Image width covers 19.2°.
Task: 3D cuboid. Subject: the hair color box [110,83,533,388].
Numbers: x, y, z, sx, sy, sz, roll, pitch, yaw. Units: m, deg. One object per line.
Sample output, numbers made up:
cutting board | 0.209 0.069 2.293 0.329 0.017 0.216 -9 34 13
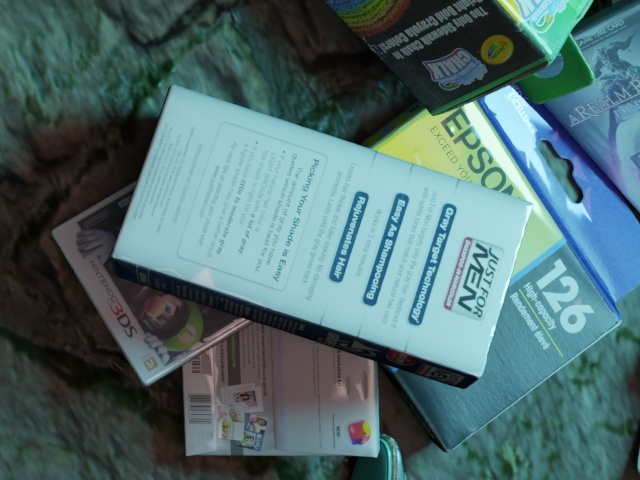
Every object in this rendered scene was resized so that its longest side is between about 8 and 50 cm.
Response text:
hair color box | 0.000 0.000 1.722 0.347 0.105 0.174 18 78 0

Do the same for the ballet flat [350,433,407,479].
ballet flat | 0.057 0.285 1.887 0.070 0.070 0.188 14 96 -17

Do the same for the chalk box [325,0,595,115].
chalk box | 0.142 -0.248 1.737 0.289 0.180 0.179 45 56 -18

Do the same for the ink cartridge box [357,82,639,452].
ink cartridge box | 0.159 0.002 1.865 0.307 0.072 0.304 -37 104 -5

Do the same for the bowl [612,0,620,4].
bowl | 0.340 -0.237 1.860 0.170 0.170 0.080 45 128 -17

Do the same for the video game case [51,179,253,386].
video game case | -0.128 0.016 1.776 0.190 0.022 0.173 -31 82 -10

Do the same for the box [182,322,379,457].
box | -0.038 0.134 1.809 0.186 0.038 0.145 -1 99 8

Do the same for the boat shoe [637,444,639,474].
boat shoe | 0.383 0.128 1.932 0.084 0.095 0.258 7 95 -21

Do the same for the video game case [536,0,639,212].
video game case | 0.344 -0.117 1.841 0.274 0.196 0.026 45 45 -21
